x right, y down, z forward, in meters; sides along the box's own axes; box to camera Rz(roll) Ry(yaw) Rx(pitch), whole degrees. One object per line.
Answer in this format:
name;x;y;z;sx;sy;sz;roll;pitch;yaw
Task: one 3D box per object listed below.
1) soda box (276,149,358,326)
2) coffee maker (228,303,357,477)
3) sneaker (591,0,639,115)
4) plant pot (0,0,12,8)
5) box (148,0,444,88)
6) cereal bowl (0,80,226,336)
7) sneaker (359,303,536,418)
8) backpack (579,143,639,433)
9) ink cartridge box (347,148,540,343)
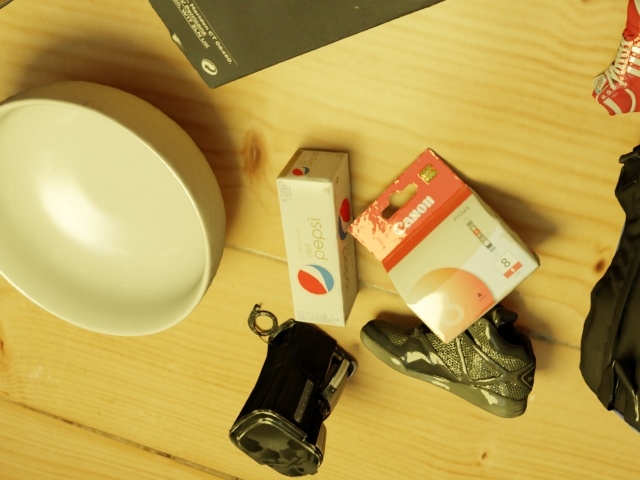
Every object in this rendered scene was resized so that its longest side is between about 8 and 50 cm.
soda box;0.000;0.000;0.934;0.069;0.074;0.216;6;126;16
coffee maker;-0.054;0.207;1.035;0.171;0.178;0.120;22;128;4
sneaker;0.288;-0.172;0.727;0.067;0.042;0.118;-11;122;23
plant pot;-0.452;-0.321;0.773;0.212;0.236;0.235;9;126;7
box;0.045;-0.274;0.521;0.294;0.296;0.182;-4;126;52
cereal bowl;-0.266;-0.050;0.952;0.339;0.141;0.338;10;127;14
sneaker;0.164;0.121;0.961;0.228;0.087;0.130;20;108;25
backpack;0.369;0.063;0.696;0.213;0.276;0.263;22;104;-10
ink cartridge box;0.136;0.008;0.869;0.179;0.045;0.145;44;112;-2
